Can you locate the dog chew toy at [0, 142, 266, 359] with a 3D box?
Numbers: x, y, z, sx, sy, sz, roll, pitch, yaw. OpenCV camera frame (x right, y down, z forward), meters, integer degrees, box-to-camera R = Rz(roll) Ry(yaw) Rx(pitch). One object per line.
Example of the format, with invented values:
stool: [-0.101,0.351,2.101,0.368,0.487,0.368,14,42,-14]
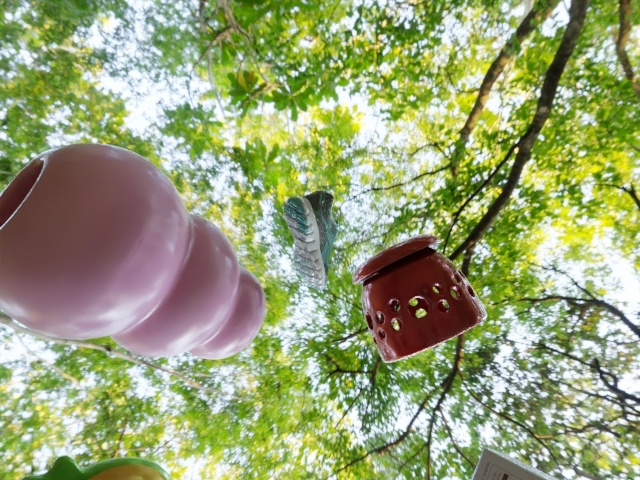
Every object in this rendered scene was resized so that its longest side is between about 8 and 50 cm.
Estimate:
dog chew toy: [-0.192,0.041,0.526,0.207,0.332,0.206,-23,-133,27]

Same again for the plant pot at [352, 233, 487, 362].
plant pot: [0.156,0.094,0.768,0.191,0.191,0.174,-27,-100,0]

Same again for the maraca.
maraca: [-0.244,0.296,0.488,0.099,0.186,0.127,9,-112,46]

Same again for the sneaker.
sneaker: [0.000,0.000,0.654,0.076,0.166,0.065,-32,-135,-30]

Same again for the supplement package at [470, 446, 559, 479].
supplement package: [0.215,0.348,0.461,0.145,0.262,0.203,20,-104,33]
